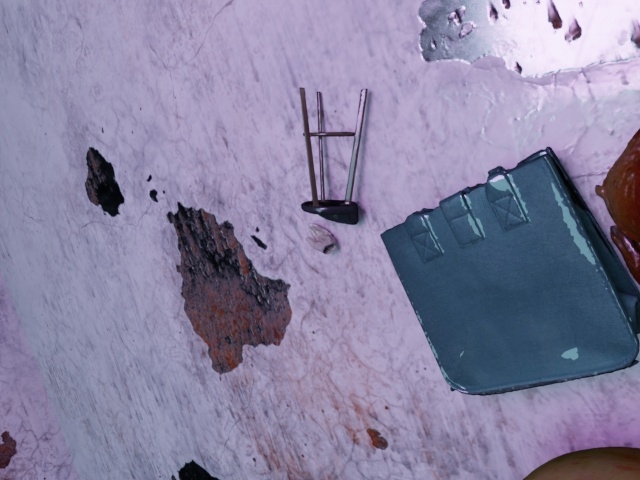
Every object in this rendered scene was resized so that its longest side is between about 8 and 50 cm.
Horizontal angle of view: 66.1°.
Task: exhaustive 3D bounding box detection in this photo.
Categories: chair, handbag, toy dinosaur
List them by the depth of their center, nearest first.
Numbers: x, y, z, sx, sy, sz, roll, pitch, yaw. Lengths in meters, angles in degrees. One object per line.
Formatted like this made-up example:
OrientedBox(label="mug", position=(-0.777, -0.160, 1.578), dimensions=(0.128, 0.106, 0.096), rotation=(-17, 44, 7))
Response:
OrientedBox(label="toy dinosaur", position=(0.413, 0.025, 0.495), dimensions=(0.113, 0.206, 0.327), rotation=(-34, 74, -1))
OrientedBox(label="handbag", position=(0.247, 0.050, 0.650), dimensions=(0.269, 0.100, 0.274), rotation=(-33, 83, 42))
OrientedBox(label="chair", position=(0.009, -0.125, 0.769), dimensions=(0.104, 0.095, 0.221), rotation=(13, 113, 46))

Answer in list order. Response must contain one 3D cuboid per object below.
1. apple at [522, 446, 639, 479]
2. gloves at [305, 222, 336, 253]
OrientedBox(label="apple", position=(0.356, 0.395, 0.536), dimensions=(0.277, 0.319, 0.319), rotation=(-39, 80, 46))
OrientedBox(label="gloves", position=(0.000, 0.000, 0.850), dimensions=(0.044, 0.037, 0.081), rotation=(-34, 63, 3))
